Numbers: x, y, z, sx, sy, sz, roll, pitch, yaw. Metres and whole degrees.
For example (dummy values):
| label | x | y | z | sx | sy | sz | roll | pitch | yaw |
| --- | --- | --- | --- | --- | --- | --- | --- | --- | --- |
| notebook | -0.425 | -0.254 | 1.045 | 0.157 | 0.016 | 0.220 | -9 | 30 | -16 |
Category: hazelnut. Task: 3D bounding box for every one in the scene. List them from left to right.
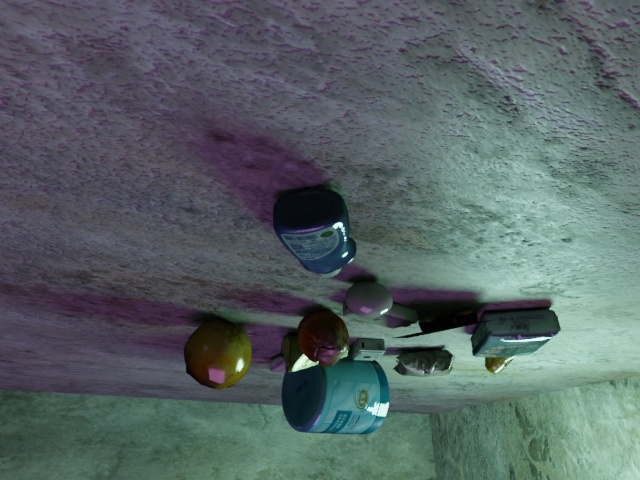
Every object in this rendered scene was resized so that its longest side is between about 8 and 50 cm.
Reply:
| label | x | y | z | sx | sy | sz | roll | pitch | yaw |
| --- | --- | --- | --- | --- | --- | --- | --- | --- | --- |
| hazelnut | 0.017 | 0.314 | 1.446 | 0.182 | 0.182 | 0.182 | 0 | 152 | 0 |

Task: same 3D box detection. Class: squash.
| label | x | y | z | sx | sy | sz | roll | pitch | yaw |
| --- | --- | --- | --- | --- | --- | --- | --- | --- | --- |
| squash | 0.003 | 0.422 | 1.683 | 0.289 | 0.111 | 0.203 | 12 | -170 | -15 |

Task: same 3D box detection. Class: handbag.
| label | x | y | z | sx | sy | sz | roll | pitch | yaw |
| --- | --- | --- | --- | --- | --- | --- | --- | --- | --- |
| handbag | 0.453 | 0.531 | 1.916 | 0.271 | 0.117 | 0.182 | -2 | 144 | 4 |

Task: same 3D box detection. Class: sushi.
| label | x | y | z | sx | sy | sz | roll | pitch | yaw |
| --- | --- | --- | --- | --- | --- | --- | --- | --- | --- |
| sushi | 0.389 | 0.271 | 1.458 | 0.290 | 0.050 | 0.264 | -11 | 168 | -4 |

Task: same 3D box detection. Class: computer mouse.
| label | x | y | z | sx | sy | sz | roll | pitch | yaw |
| --- | --- | --- | --- | --- | --- | --- | --- | --- | --- |
| computer mouse | -0.159 | 0.548 | 1.996 | 0.102 | 0.044 | 0.199 | 8 | 145 | -30 |

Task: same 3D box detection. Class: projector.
| label | x | y | z | sx | sy | sz | roll | pitch | yaw |
| --- | --- | --- | --- | --- | --- | --- | --- | --- | --- |
| projector | 0.191 | 0.451 | 1.811 | 0.115 | 0.061 | 0.147 | 3 | 152 | -11 |

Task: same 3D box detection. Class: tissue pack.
| label | x | y | z | sx | sy | sz | roll | pitch | yaw |
| --- | --- | --- | --- | --- | --- | --- | --- | --- | --- |
| tissue pack | 0.674 | 0.338 | 1.563 | 0.228 | 0.103 | 0.315 | -5 | 152 | 6 |

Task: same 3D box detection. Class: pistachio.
| label | x | y | z | sx | sy | sz | roll | pitch | yaw |
| --- | --- | --- | --- | --- | --- | --- | --- | --- | --- |
| pistachio | 0.726 | 0.443 | 1.765 | 0.189 | 0.100 | 0.110 | -56 | 159 | 19 |

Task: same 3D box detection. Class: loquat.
| label | x | y | z | sx | sy | sz | roll | pitch | yaw |
| --- | --- | --- | --- | --- | --- | --- | --- | --- | --- |
| loquat | -0.345 | 0.381 | 1.495 | 0.235 | 0.234 | 0.235 | 0 | 152 | 0 |

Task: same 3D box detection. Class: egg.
| label | x | y | z | sx | sy | sz | roll | pitch | yaw |
| --- | --- | --- | --- | --- | --- | --- | --- | --- | --- |
| egg | 0.134 | 0.163 | 1.224 | 0.135 | 0.103 | 0.103 | 7 | 151 | -17 |

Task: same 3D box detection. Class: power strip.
| label | x | y | z | sx | sy | sz | roll | pitch | yaw |
| --- | --- | --- | --- | --- | --- | --- | --- | --- | --- |
| power strip | 0.192 | 0.234 | 1.417 | 0.271 | 0.046 | 0.118 | 20 | 149 | -35 |

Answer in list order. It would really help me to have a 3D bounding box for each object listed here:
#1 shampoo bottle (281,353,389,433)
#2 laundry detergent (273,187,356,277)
| label | x | y | z | sx | sy | sz | roll | pitch | yaw |
| --- | --- | --- | --- | --- | --- | --- | --- | --- | --- |
| shampoo bottle | 0.056 | 0.642 | 1.876 | 0.343 | 0.330 | 0.331 | 18 | 147 | -32 |
| laundry detergent | 0.000 | 0.000 | 0.941 | 0.144 | 0.094 | 0.289 | -11 | 154 | 6 |
